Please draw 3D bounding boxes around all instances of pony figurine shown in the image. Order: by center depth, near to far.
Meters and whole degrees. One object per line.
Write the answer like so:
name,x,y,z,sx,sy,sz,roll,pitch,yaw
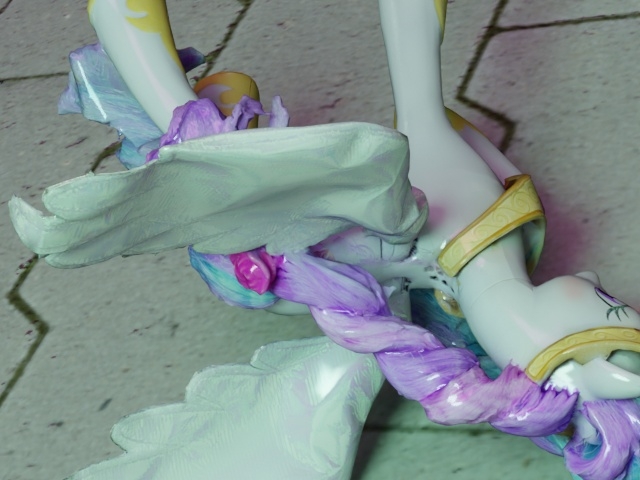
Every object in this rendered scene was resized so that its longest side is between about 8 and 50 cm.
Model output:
pony figurine,0.000,0.000,0.861,0.351,0.303,0.363,-11,46,-20
